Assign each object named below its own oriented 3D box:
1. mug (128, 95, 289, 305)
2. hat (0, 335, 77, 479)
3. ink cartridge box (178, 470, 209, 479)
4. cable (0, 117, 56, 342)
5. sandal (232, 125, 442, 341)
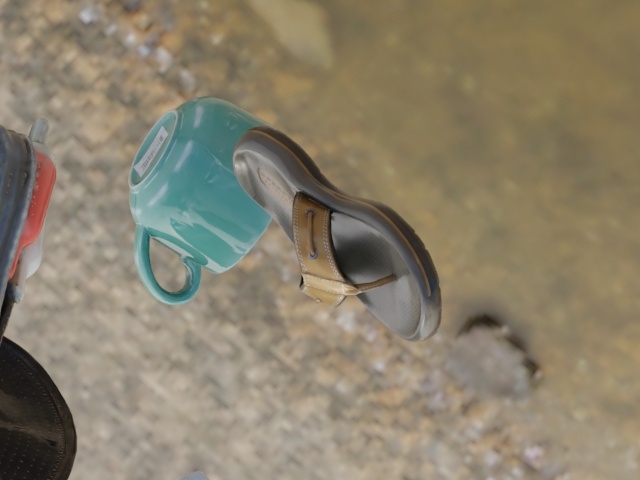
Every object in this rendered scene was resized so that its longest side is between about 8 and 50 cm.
[{"bbox_3d":[-0.099,-0.041,1.508,0.097,0.158,0.129,31,140,-21],"label":"mug"},{"bbox_3d":[-0.327,0.093,1.248,0.331,0.331,0.134,22,128,26],"label":"hat"},{"bbox_3d":[-0.151,0.395,1.457,0.308,0.385,0.091,55,133,7],"label":"ink cartridge box"},{"bbox_3d":[-0.179,0.052,1.034,0.072,0.287,0.139,13,139,-25],"label":"cable"},{"bbox_3d":[0.000,0.000,1.212,0.219,0.060,0.090,42,149,35],"label":"sandal"}]
